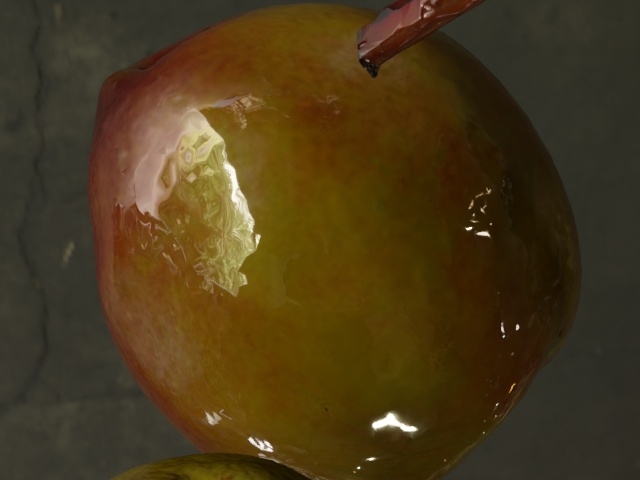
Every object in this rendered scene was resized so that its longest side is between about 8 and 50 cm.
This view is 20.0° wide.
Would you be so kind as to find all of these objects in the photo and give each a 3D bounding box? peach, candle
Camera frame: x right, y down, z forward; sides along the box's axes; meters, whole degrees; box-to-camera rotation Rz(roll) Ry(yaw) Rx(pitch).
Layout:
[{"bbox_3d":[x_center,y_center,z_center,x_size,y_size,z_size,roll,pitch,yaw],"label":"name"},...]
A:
[{"bbox_3d":[0.000,0.000,1.140,0.332,0.308,0.308,43,114,-5],"label":"peach"},{"bbox_3d":[0.077,-0.114,0.735,0.021,0.026,0.167,42,134,-22],"label":"candle"}]

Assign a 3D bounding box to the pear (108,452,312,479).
[{"bbox_3d":[-0.054,0.197,0.862,0.209,0.209,0.209,-8,134,-9],"label":"pear"}]
